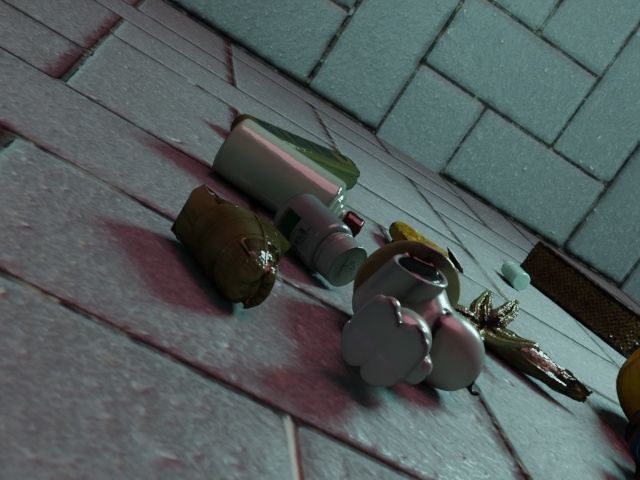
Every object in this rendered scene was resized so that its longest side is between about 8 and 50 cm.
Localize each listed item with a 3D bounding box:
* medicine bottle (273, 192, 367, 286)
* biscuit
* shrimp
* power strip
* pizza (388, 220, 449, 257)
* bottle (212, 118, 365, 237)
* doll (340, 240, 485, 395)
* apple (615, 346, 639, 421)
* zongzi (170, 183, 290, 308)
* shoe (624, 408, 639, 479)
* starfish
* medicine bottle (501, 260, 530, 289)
[{"bbox_3d":[0.000,0.000,1.160,0.080,0.080,0.130,19,20,-49],"label":"medicine bottle"},{"bbox_3d":[0.695,0.154,2.222,0.388,0.107,0.073,42,13,32],"label":"biscuit"},{"bbox_3d":[0.338,0.190,1.378,0.223,0.047,0.126,35,5,19],"label":"shrimp"},{"bbox_3d":[-0.031,-0.176,1.758,0.387,0.066,0.092,17,23,-53],"label":"power strip"},{"bbox_3d":[0.193,0.027,1.604,0.134,0.046,0.175,27,15,-24],"label":"pizza"},{"bbox_3d":[-0.041,-0.081,1.307,0.245,0.104,0.104,34,13,3],"label":"bottle"},{"bbox_3d":[0.095,0.079,0.971,0.208,0.144,0.271,53,16,30],"label":"doll"},{"bbox_3d":[0.652,0.238,1.407,0.275,0.299,0.299,28,12,12],"label":"apple"},{"bbox_3d":[-0.063,0.025,0.938,0.176,0.078,0.160,26,20,-44],"label":"zongzi"},{"bbox_3d":[0.488,0.310,1.205,0.125,0.099,0.227,13,-27,42],"label":"shoe"},{"bbox_3d":[0.243,0.125,1.320,0.217,0.050,0.223,28,25,23],"label":"starfish"},{"bbox_3d":[0.476,0.085,2.076,0.047,0.047,0.083,29,14,-20],"label":"medicine bottle"}]
